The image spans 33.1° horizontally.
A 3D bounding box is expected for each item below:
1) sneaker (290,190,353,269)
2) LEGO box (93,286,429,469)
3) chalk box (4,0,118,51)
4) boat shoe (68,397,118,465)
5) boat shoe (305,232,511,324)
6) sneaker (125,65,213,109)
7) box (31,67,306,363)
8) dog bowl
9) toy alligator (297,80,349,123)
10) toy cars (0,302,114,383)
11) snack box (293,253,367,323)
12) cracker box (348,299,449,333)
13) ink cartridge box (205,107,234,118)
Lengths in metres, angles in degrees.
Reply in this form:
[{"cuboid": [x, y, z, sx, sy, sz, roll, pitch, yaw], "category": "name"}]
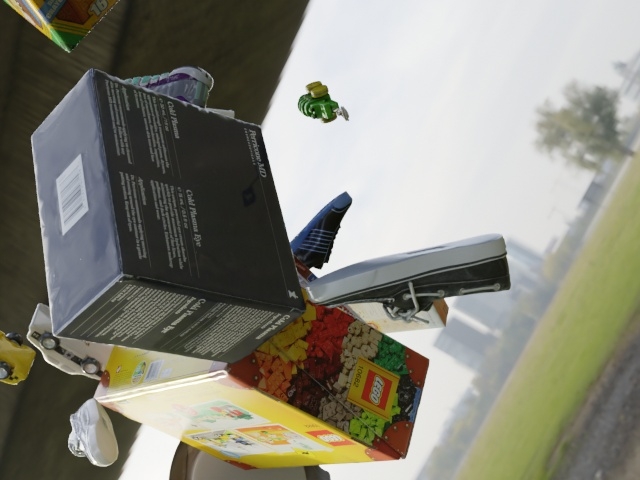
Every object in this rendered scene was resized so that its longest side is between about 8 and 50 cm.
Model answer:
[{"cuboid": [0.000, 0.000, 2.311, 0.232, 0.090, 0.081, -46, 3, 4], "category": "sneaker"}, {"cuboid": [-0.117, 0.252, 1.928, 0.500, 0.372, 0.193, -19, 47, 52], "category": "LEGO box"}, {"cuboid": [-0.432, -0.461, 1.633, 0.180, 0.179, 0.289, -49, -20, -8], "category": "chalk box"}, {"cuboid": [-0.365, 0.308, 1.687, 0.063, 0.066, 0.184, -34, 28, -3], "category": "boat shoe"}, {"cuboid": [0.134, 0.071, 1.604, 0.113, 0.306, 0.105, -164, 61, -77], "category": "boat shoe"}, {"cuboid": [-0.284, -0.222, 1.812, 0.083, 0.223, 0.098, 33, -128, -48], "category": "sneaker"}, {"cuboid": [-0.222, -0.025, 1.545, 0.312, 0.343, 0.179, 15, -41, -40], "category": "box"}, {"cuboid": [-0.157, 0.516, 2.250, 0.349, 0.349, 0.102, -54, 4, -28], "category": "dog bowl"}, {"cuboid": [-0.003, -0.210, 1.704, 0.051, 0.056, 0.190, -22, 22, -6], "category": "toy alligator"}, {"cuboid": [-0.554, 0.205, 2.010, 0.087, 0.176, 0.393, -46, -28, 24], "category": "toy cars"}, {"cuboid": [0.002, 0.094, 1.862, 0.022, 0.178, 0.064, -49, 7, -19], "category": "snack box"}, {"cuboid": [0.169, 0.146, 2.546, 0.156, 0.232, 0.067, 59, -146, -38], "category": "cracker box"}, {"cuboid": [-0.377, -0.239, 2.389, 0.307, 0.223, 0.129, 3, -88, -35], "category": "ink cartridge box"}]
